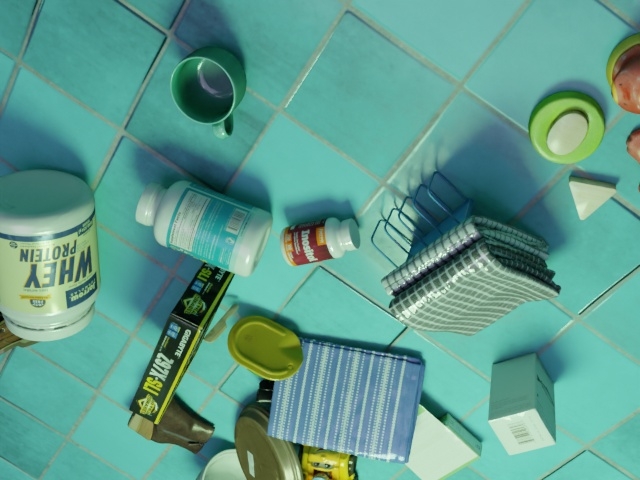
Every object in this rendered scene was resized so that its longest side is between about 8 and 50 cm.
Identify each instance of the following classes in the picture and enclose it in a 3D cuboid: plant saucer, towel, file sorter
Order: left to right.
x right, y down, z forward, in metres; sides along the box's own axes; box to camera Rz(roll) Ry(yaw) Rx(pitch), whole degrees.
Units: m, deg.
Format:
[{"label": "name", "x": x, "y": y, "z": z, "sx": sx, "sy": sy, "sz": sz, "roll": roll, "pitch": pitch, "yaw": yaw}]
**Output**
[{"label": "plant saucer", "x": -0.136, "y": 0.539, "z": 1.813, "sx": 0.278, "sy": 0.041, "sz": 0.278, "roll": 28, "pitch": 127, "yaw": 46}, {"label": "towel", "x": 0.057, "y": 0.359, "z": 1.682, "sx": 0.335, "sy": 0.040, "sz": 0.243, "roll": 9, "pitch": 89, "yaw": 12}, {"label": "file sorter", "x": 0.194, "y": -0.033, "z": 1.426, "sx": 0.104, "sy": 0.118, "sz": 0.170, "roll": 42, "pitch": 122, "yaw": -7}, {"label": "towel", "x": 0.291, "y": 0.083, "z": 1.388, "sx": 0.283, "sy": 0.121, "sz": 0.235, "roll": 17, "pitch": 134, "yaw": -42}]

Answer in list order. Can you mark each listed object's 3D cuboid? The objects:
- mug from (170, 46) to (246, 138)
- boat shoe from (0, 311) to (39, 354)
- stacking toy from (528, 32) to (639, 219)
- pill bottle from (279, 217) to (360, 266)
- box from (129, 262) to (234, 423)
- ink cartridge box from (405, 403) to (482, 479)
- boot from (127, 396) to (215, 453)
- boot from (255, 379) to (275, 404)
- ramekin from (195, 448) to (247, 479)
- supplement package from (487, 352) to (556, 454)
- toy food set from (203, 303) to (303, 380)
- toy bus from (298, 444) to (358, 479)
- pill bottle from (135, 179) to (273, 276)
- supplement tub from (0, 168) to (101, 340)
[{"label": "mug", "x": -0.208, "y": -0.286, "z": 1.393, "sx": 0.129, "sy": 0.097, "sz": 0.158, "roll": 21, "pitch": 125, "yaw": 1}, {"label": "boat shoe", "x": -0.806, "y": 0.225, "z": 1.876, "sx": 0.307, "sy": 0.111, "sz": 0.105, "roll": -21, "pitch": 109, "yaw": 15}, {"label": "stacking toy", "x": 0.517, "y": -0.156, "z": 1.251, "sx": 0.279, "sy": 0.130, "sz": 0.309, "roll": -26, "pitch": 110, "yaw": 27}, {"label": "pill bottle", "x": 0.000, "y": 0.000, "z": 1.517, "sx": 0.152, "sy": 0.086, "sz": 0.086, "roll": -12, "pitch": 117, "yaw": 21}, {"label": "box", "x": -0.298, "y": 0.208, "z": 1.625, "sx": 0.079, "sy": 0.257, "sz": 0.322, "roll": 28, "pitch": 123, "yaw": -2}, {"label": "ink cartridge box", "x": 0.241, "y": 0.464, "z": 1.752, "sx": 0.235, "sy": 0.056, "sz": 0.171, "roll": 44, "pitch": 121, "yaw": -6}, {"label": "boot", "x": -0.364, "y": 0.444, "z": 1.909, "sx": 0.206, "sy": 0.090, "sz": 0.248, "roll": 25, "pitch": 123, "yaw": -15}, {"label": "boot", "x": -0.105, "y": 0.386, "z": 1.764, "sx": 0.099, "sy": 0.121, "sz": 0.045, "roll": 9, "pitch": 133, "yaw": 0}, {"label": "ramekin", "x": -0.237, "y": 0.661, "z": 1.922, "sx": 0.207, "sy": 0.207, "sz": 0.109, "roll": 37, "pitch": 133, "yaw": -8}, {"label": "supplement package", "x": 0.424, "y": 0.340, "z": 1.549, "sx": 0.105, "sy": 0.179, "sz": 0.105, "roll": -24, "pitch": 112, "yaw": 27}, {"label": "toy food set", "x": -0.144, "y": 0.244, "z": 1.678, "sx": 0.217, "sy": 0.128, "sz": 0.071, "roll": 29, "pitch": 151, "yaw": 6}, {"label": "toy bus", "x": 0.002, "y": 0.624, "z": 1.824, "sx": 0.149, "sy": 0.211, "sz": 0.220, "roll": 6, "pitch": 121, "yaw": 14}, {"label": "pill bottle", "x": -0.242, "y": -0.034, "z": 1.528, "sx": 0.264, "sy": 0.146, "sz": 0.146, "roll": 21, "pitch": 124, "yaw": 3}, {"label": "supplement tub", "x": -0.608, "y": 0.034, "z": 1.618, "sx": 0.235, "sy": 0.235, "sz": 0.325, "roll": 12, "pitch": 123, "yaw": 8}]
